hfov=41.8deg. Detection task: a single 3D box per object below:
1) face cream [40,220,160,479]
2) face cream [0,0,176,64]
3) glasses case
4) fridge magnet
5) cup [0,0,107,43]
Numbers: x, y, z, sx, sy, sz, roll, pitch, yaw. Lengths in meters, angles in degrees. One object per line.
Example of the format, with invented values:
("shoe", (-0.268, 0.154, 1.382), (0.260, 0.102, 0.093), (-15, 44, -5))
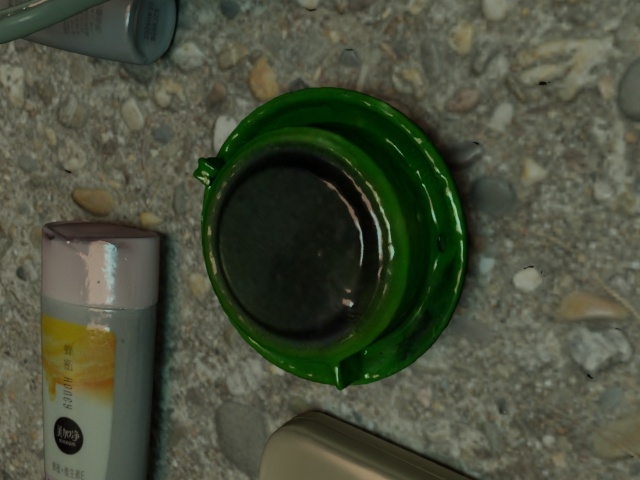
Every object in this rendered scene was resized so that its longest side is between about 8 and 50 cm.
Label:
("face cream", (-0.189, 0.119, 0.707), (0.107, 0.073, 0.270), (8, 101, 19))
("face cream", (-0.209, -0.196, 0.676), (0.198, 0.057, 0.084), (22, 107, 26))
("glasses case", (0.046, 0.192, 0.603), (0.196, 0.050, 0.083), (21, 110, 24))
("fridge magnet", (0.000, 0.000, 0.574), (0.207, 0.088, 0.208), (5, 100, 28))
("cup", (-0.167, -0.234, 0.560), (0.234, 0.186, 0.258), (25, 85, 17))
